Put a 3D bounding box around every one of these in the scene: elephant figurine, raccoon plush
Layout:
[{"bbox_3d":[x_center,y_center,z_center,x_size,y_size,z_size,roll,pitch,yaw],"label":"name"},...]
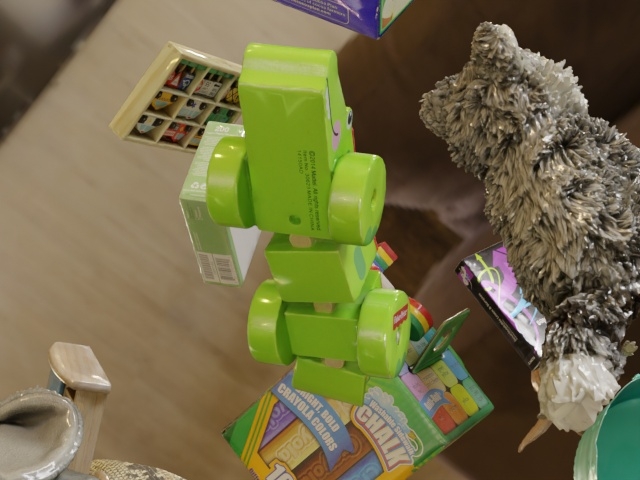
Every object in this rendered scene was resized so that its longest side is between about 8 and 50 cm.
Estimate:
[{"bbox_3d":[-0.224,0.189,0.975,0.169,0.186,0.239,-52,53,12],"label":"elephant figurine"},{"bbox_3d":[0.222,-0.049,1.399,0.216,0.299,0.446,-49,5,25],"label":"raccoon plush"}]

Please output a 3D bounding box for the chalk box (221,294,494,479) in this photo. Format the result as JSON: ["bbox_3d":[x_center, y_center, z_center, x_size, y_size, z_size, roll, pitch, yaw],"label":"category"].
[{"bbox_3d":[0.068,0.188,1.567,0.289,0.179,0.180,-42,-12,24],"label":"chalk box"}]

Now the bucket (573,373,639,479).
[{"bbox_3d":[0.490,0.322,1.902,0.281,0.281,0.183,-55,-5,-12],"label":"bucket"}]

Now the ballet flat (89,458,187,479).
[{"bbox_3d":[-0.362,0.361,1.812,0.482,0.182,0.164,5,88,35],"label":"ballet flat"}]

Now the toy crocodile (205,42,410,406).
[{"bbox_3d":[0.000,0.000,0.998,0.105,0.115,0.341,-66,-27,-45],"label":"toy crocodile"}]

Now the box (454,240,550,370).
[{"bbox_3d":[0.257,0.072,1.686,0.116,0.162,0.029,-23,-22,-33],"label":"box"}]

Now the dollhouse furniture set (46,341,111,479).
[{"bbox_3d":[-0.398,0.226,1.491,0.286,0.303,0.198,-144,65,-65],"label":"dollhouse furniture set"}]

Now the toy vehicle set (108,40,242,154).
[{"bbox_3d":[-0.209,-0.221,2.195,0.166,0.035,0.267,-53,-22,15],"label":"toy vehicle set"}]

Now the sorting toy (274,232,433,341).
[{"bbox_3d":[0.015,0.000,1.516,0.046,0.274,0.132,-44,8,-23],"label":"sorting toy"}]

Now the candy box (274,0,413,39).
[{"bbox_3d":[-0.035,-0.354,1.109,0.122,0.268,0.317,-53,-23,-33],"label":"candy box"}]

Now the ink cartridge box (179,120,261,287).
[{"bbox_3d":[-0.096,-0.085,1.656,0.171,0.056,0.235,79,-157,-52],"label":"ink cartridge box"}]

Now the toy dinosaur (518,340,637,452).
[{"bbox_3d":[0.366,0.178,2.103,0.200,0.127,0.296,-115,33,-57],"label":"toy dinosaur"}]
